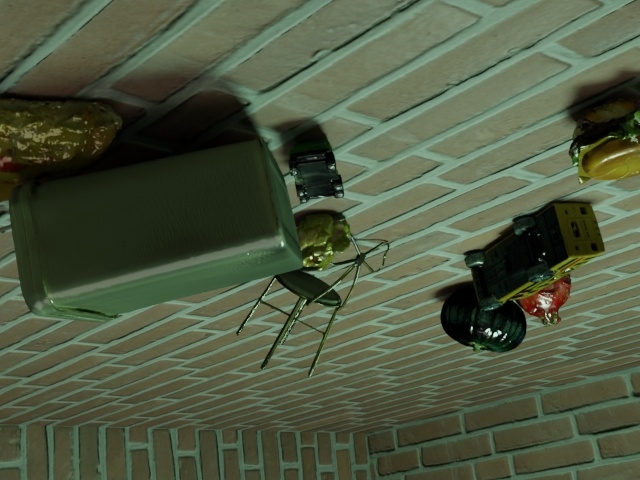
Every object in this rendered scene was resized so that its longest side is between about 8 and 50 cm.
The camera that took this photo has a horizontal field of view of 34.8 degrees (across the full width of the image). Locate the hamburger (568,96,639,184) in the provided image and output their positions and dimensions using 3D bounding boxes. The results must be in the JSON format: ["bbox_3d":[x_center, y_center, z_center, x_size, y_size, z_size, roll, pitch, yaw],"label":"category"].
[{"bbox_3d":[0.439,-0.150,1.482,0.164,0.093,0.189,-8,163,-2],"label":"hamburger"}]

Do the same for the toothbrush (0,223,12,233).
[{"bbox_3d":[-0.437,-0.041,1.616,0.303,0.030,0.030,-13,161,18],"label":"toothbrush"}]

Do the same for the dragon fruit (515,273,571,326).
[{"bbox_3d":[0.512,0.140,2.349,0.153,0.111,0.153,-8,159,-3],"label":"dragon fruit"}]

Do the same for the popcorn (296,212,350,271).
[{"bbox_3d":[-0.002,-0.001,1.802,0.109,0.089,0.097,-5,151,6],"label":"popcorn"}]

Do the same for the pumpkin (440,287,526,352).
[{"bbox_3d":[0.375,0.189,2.361,0.201,0.140,0.202,18,165,5],"label":"pumpkin"}]

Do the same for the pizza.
[{"bbox_3d":[-0.437,-0.119,1.312,0.287,0.075,0.280,8,157,-39],"label":"pizza"}]

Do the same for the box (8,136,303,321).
[{"bbox_3d":[-0.215,-0.010,1.458,0.343,0.178,0.352,-14,172,2],"label":"box"}]

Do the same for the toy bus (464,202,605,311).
[{"bbox_3d":[0.409,0.036,1.993,0.123,0.121,0.335,-6,162,-23],"label":"toy bus"}]

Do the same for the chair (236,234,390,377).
[{"bbox_3d":[-0.018,0.101,2.026,0.159,0.170,0.326,15,109,-39],"label":"chair"}]

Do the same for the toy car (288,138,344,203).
[{"bbox_3d":[-0.008,-0.107,1.508,0.071,0.063,0.165,-9,162,4],"label":"toy car"}]
